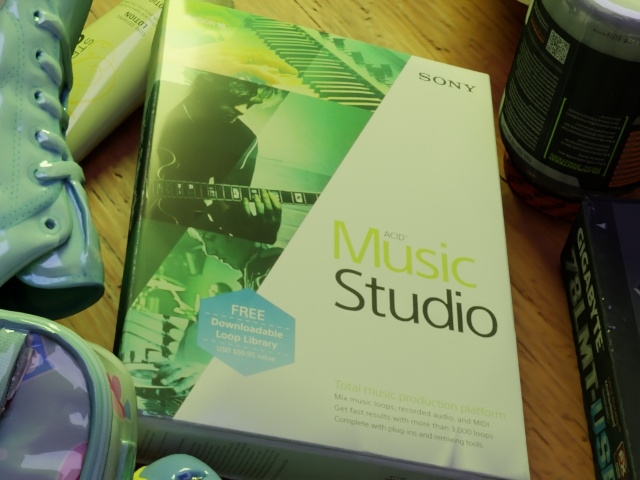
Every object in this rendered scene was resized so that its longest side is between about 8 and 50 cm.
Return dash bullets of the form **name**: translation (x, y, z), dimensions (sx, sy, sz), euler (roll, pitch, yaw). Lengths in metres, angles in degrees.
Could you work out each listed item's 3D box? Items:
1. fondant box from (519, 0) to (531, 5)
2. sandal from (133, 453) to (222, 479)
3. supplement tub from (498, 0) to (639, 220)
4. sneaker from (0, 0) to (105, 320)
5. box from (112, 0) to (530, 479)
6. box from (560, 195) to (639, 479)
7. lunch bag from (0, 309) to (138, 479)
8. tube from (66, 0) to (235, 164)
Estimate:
- **fondant box**: translation (0.245, -0.295, 1.050), dimensions (0.238, 0.096, 0.330), euler (23, 51, -10)
- **sandal**: translation (0.021, 0.222, 0.638), dimensions (0.138, 0.126, 0.317), euler (-29, 66, -38)
- **supplement tub**: translation (0.181, -0.107, 0.866), dimensions (0.117, 0.190, 0.117), euler (4, 51, -5)
- **sneaker**: translation (-0.180, -0.024, 0.781), dimensions (0.150, 0.135, 0.366), euler (20, 72, 1)
- **box**: translation (0.000, 0.000, 0.814), dimensions (0.232, 0.058, 0.322), euler (12, 49, -14)
- **box**: translation (0.307, 0.111, 0.786), dimensions (0.293, 0.073, 0.296), euler (2, 52, -5)
- **lunch bag**: translation (-0.199, 0.150, 0.594), dimensions (0.224, 0.108, 0.279), euler (9, 79, 9)
- **tube**: translation (-0.156, -0.103, 0.909), dimensions (0.240, 0.062, 0.070), euler (-44, 28, -27)
